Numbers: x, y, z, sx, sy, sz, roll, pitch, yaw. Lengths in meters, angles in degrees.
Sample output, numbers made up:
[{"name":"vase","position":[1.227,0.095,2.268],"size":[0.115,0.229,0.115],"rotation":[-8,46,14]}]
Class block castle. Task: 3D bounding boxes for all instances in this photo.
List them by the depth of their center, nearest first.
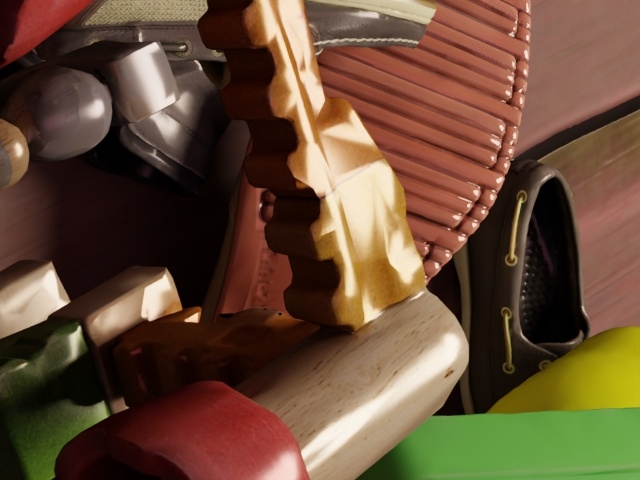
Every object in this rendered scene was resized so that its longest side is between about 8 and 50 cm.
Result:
[{"name":"block castle","position":[-0.190,-0.022,0.791],"size":[0.213,0.453,0.303],"rotation":[-33,114,-39]}]

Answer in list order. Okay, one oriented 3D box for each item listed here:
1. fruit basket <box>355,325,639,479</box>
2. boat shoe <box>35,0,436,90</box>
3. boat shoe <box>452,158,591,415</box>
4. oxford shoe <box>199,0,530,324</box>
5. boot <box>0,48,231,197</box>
[{"name":"fruit basket","position":[0.127,0.194,1.119],"size":[0.283,0.392,0.392],"rotation":[-2,96,-11]},{"name":"boat shoe","position":[-0.046,-0.113,1.022],"size":[0.223,0.080,0.073],"rotation":[4,108,-31]},{"name":"boat shoe","position":[0.136,0.059,1.285],"size":[0.081,0.069,0.228],"rotation":[-19,106,-35]},{"name":"oxford shoe","position":[0.000,0.000,1.138],"size":[0.140,0.146,0.397],"rotation":[26,82,-9]},{"name":"boot","position":[-0.123,-0.188,1.042],"size":[0.338,0.118,0.222],"rotation":[43,74,-27]}]
